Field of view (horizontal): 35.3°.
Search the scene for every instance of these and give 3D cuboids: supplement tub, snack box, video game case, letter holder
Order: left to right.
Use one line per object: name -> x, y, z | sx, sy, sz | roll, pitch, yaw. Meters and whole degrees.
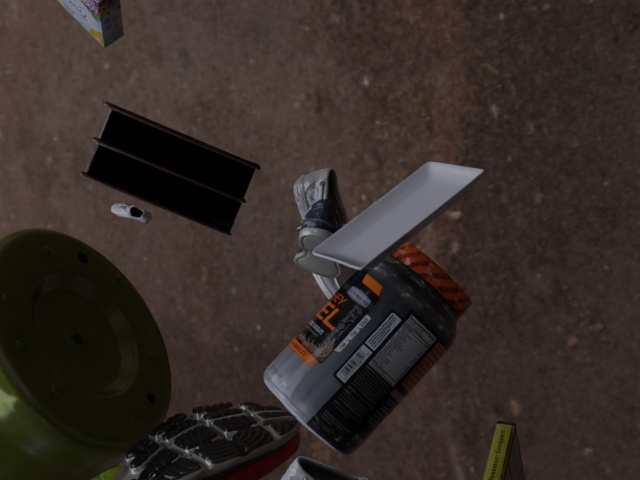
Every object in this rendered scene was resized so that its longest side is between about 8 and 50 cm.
snack box -> -0.311, -0.325, 1.277 | 0.141, 0.037, 0.100 | 45, 161, 12
letter holder -> -0.277, -0.130, 1.853 | 0.214, 0.301, 0.152 | -154, 86, -82
supplement tub -> 0.084, 0.175, 1.696 | 0.207, 0.338, 0.207 | 43, 176, 3
video game case -> 0.291, 0.472, 1.643 | 0.035, 0.248, 0.275 | 5, 140, 22

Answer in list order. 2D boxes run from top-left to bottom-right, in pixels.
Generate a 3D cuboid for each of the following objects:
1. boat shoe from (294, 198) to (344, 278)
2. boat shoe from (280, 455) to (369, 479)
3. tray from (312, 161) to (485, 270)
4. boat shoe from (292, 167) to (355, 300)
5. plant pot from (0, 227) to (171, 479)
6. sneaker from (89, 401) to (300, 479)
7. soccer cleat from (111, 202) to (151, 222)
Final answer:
boat shoe -> 0.000, 0.000, 1.772 | 0.254, 0.095, 0.079 | 78, -155, -70
boat shoe -> 0.060, 0.426, 1.622 | 0.095, 0.258, 0.084 | -86, 20, -62
tray -> 0.126, -0.035, 1.580 | 0.145, 0.270, 0.030 | 18, 140, 55
boat shoe -> 0.028, -0.007, 1.930 | 0.096, 0.098, 0.277 | -22, 81, 31
plant pot -> -0.352, 0.172, 1.019 | 0.353, 0.366, 0.367 | -32, 75, 23
sneaker -> -0.134, 0.242, 0.884 | 0.107, 0.279, 0.118 | 26, 141, 59
soccer cleat -> -0.338, -0.052, 1.787 | 0.083, 0.029, 0.035 | 18, 166, 21
